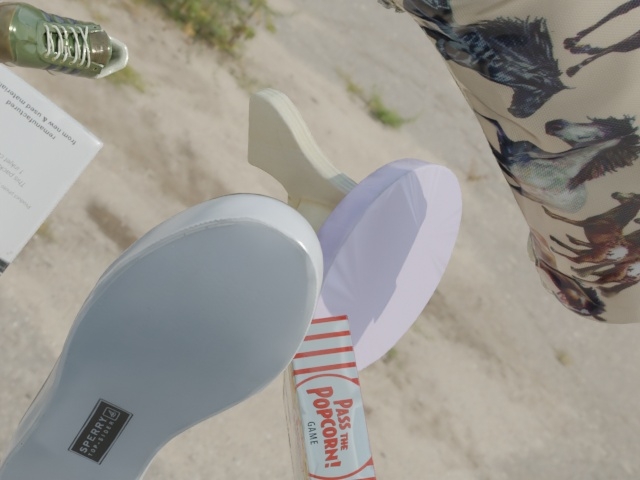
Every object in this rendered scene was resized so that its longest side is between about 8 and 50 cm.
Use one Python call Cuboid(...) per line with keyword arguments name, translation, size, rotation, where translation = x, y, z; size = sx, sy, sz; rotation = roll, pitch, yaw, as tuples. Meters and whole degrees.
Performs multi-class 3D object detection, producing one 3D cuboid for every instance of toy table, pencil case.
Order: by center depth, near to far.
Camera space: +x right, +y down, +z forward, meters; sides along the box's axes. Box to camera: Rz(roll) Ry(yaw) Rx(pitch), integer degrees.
Cuboid(name="pencil case", translation=(0.174, -0.096, 0.799), size=(0.410, 0.183, 0.160), rotation=(53, 36, -48))
Cuboid(name="toy table", translation=(0.000, 0.000, 1.060), size=(0.161, 0.252, 0.274), rotation=(18, 18, 27))

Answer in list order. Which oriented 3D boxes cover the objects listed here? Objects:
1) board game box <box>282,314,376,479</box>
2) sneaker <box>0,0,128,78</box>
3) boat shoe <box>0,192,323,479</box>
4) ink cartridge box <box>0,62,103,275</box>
Cuboid(name="board game box", translation=(0.004, 0.153, 0.828), size=(0.193, 0.045, 0.147), rotation=(97, -15, -69))
Cuboid(name="sneaker", translation=(-0.249, -0.196, 1.153), size=(0.086, 0.064, 0.192), rotation=(3, 1, 9))
Cuboid(name="boat shoe", translation=(-0.069, 0.047, 0.508), size=(0.080, 0.228, 0.076), rotation=(29, 38, -10))
Cuboid(name="ink cartridge box", translation=(-0.215, -0.003, 0.650), size=(0.082, 0.190, 0.139), rotation=(37, -6, -16))
